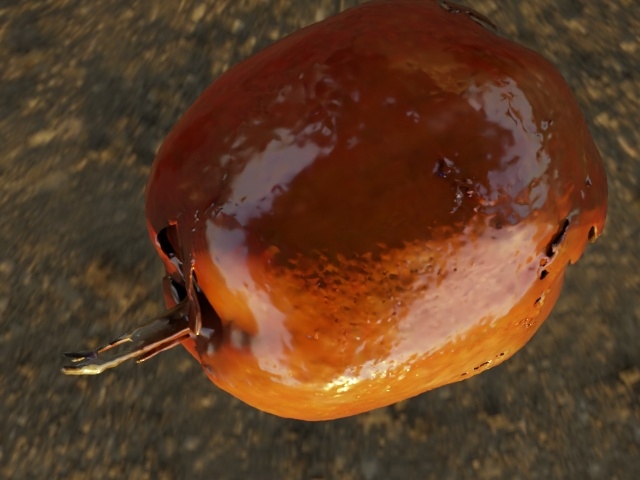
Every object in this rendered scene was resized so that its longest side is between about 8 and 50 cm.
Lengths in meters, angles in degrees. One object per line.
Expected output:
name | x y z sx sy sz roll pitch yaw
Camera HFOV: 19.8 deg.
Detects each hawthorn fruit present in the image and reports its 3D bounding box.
hawthorn fruit | 0.000 0.000 0.954 0.299 0.211 0.211 -32 104 -20
